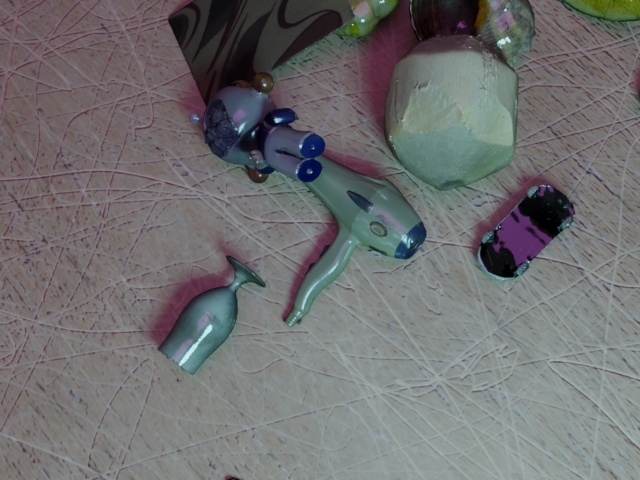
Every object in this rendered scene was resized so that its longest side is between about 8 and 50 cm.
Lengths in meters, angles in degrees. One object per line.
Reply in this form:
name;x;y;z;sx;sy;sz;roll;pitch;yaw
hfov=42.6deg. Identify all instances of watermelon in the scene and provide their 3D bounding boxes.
watermelon;0.504;-0.515;1.545;0.301;0.129;0.123;44;82;6

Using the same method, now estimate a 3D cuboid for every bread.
bread;0.061;-0.485;1.561;0.213;0.105;0.213;-1;79;6

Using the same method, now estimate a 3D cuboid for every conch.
conch;0.273;-0.422;1.509;0.210;0.159;0.291;-21;102;14

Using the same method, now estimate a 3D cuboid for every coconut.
coconut;0.224;-0.209;1.413;0.245;0.245;0.247;5;72;3

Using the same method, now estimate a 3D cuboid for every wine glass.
wine glass;-0.188;0.130;1.407;0.093;0.093;0.202;36;76;10

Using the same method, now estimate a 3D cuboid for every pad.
pad;-0.120;-0.419;1.544;0.330;0.004;0.220;-29;75;13

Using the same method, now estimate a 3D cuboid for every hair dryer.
hair dryer;-0.001;-0.040;1.457;0.298;0.119;0.296;-32;70;6

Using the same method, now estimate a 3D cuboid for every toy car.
toy car;0.359;-0.012;1.449;0.095;0.056;0.205;44;84;12

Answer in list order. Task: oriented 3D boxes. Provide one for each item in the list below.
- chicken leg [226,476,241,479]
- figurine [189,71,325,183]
chicken leg;-0.123;0.424;1.361;0.083;0.021;0.036;31;68;9
figurine;-0.107;-0.173;1.438;0.133;0.194;0.274;-15;54;-36
